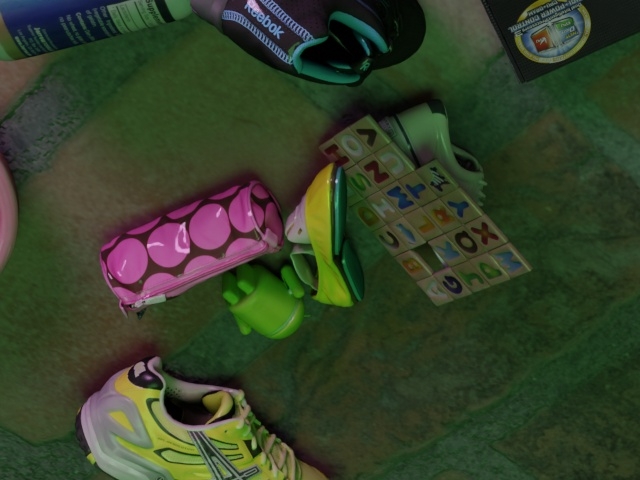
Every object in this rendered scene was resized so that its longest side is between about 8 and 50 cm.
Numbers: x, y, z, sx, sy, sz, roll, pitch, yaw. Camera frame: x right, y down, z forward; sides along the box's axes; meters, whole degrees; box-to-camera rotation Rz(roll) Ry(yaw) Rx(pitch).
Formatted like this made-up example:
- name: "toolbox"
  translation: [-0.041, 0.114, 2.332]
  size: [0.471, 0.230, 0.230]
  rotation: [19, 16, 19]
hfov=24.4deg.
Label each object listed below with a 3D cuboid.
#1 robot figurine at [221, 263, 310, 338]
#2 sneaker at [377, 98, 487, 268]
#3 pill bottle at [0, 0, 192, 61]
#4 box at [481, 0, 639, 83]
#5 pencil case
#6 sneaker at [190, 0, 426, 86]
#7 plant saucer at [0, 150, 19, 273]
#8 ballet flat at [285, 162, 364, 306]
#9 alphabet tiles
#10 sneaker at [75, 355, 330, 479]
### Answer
- name: "robot figurine"
  translation: [-0.067, 0.074, 1.762]
  size: [0.101, 0.067, 0.115]
  rotation: [-37, 123, 24]
- name: "sneaker"
  translation: [0.149, -0.049, 1.674]
  size: [0.091, 0.094, 0.258]
  rotation: [-26, 131, 5]
- name: "pill bottle"
  translation: [-0.203, -0.274, 1.417]
  size: [0.264, 0.153, 0.153]
  rotation: [-14, 129, 3]
- name: "box"
  translation: [0.284, -0.306, 1.505]
  size: [0.270, 0.060, 0.216]
  rotation: [-23, 127, 12]
- name: "pencil case"
  translation: [-0.143, 0.011, 1.685]
  size: [0.209, 0.098, 0.095]
  rotation: [-26, 127, 13]
- name: "sneaker"
  translation: [0.016, -0.194, 1.427]
  size: [0.341, 0.139, 0.125]
  rotation: [-4, 133, -57]
- name: "plant saucer"
  translation: [-0.494, -0.051, 1.605]
  size: [0.332, 0.084, 0.332]
  rotation: [-3, 129, -4]
- name: "ballet flat"
  translation: [0.000, 0.000, 1.697]
  size: [0.077, 0.077, 0.231]
  rotation: [1, 142, 11]
- name: "alphabet tiles"
  translation: [0.102, -0.033, 1.623]
  size: [0.237, 0.009, 0.198]
  rotation: [47, 152, -8]
- name: "sneaker"
  translation: [-0.114, 0.275, 1.870]
  size: [0.384, 0.145, 0.147]
  rotation: [27, 121, -26]
